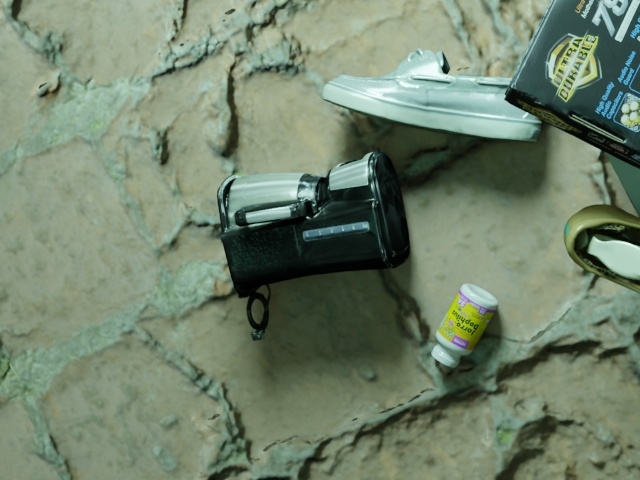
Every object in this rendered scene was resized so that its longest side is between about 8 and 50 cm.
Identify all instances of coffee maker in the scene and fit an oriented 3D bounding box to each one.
[{"bbox_3d":[0.000,0.000,1.764,0.178,0.120,0.171,-7,118,20],"label":"coffee maker"}]

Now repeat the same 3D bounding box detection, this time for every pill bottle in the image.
[{"bbox_3d":[0.148,0.089,1.753,0.043,0.043,0.083,31,106,12],"label":"pill bottle"}]

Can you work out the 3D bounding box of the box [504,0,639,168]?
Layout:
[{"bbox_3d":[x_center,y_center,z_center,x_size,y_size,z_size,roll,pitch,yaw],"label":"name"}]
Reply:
[{"bbox_3d":[0.349,-0.187,1.427,0.293,0.073,0.295,26,86,3],"label":"box"}]

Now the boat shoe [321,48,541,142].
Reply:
[{"bbox_3d":[0.117,-0.153,1.720,0.227,0.079,0.081,10,91,11],"label":"boat shoe"}]

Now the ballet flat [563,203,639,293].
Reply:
[{"bbox_3d":[0.315,0.035,1.442,0.232,0.073,0.080,19,103,14],"label":"ballet flat"}]

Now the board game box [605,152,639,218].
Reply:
[{"bbox_3d":[0.357,-0.032,1.577,0.097,0.224,0.303,-28,89,17],"label":"board game box"}]
